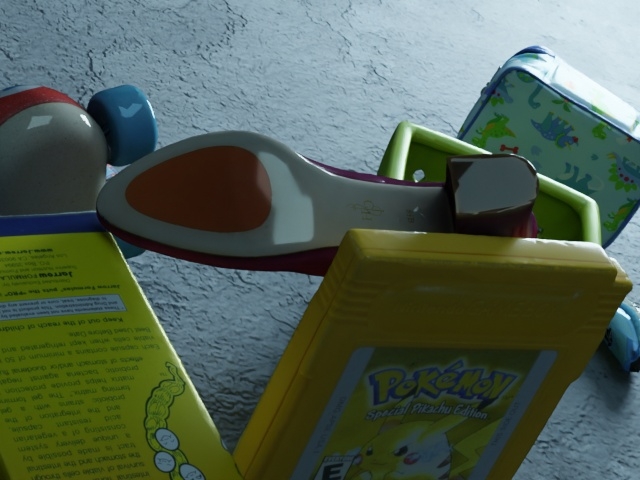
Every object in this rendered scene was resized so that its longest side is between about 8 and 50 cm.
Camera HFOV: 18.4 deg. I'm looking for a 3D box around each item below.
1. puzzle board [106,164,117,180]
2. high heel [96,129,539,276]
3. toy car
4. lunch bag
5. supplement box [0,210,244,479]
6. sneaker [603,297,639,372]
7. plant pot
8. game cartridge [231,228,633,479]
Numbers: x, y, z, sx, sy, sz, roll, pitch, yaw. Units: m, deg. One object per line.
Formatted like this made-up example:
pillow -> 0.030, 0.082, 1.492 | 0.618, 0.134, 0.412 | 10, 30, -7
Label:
puzzle board -> -0.278, -0.080, 1.986 | 0.096, 0.011, 0.128 | 43, 38, 18
high heel -> 0.000, 0.000, 1.705 | 0.377, 0.181, 0.127 | 3, 63, 0
toy car -> -0.305, -0.081, 1.832 | 0.219, 0.210, 0.238 | -19, 43, -31
lunch bag -> 0.265, -0.099, 2.223 | 0.219, 0.176, 0.090 | 32, 32, 1
supplement box -> -0.219, 0.170, 1.574 | 0.195, 0.194, 0.356 | -4, 48, -35
sneaker -> 0.296, 0.084, 2.134 | 0.073, 0.063, 0.162 | -12, 46, -19
plant pot -> 0.128, 0.057, 1.920 | 0.228, 0.207, 0.227 | 22, 37, -8
game cartridge -> 0.090, 0.128, 1.714 | 0.285, 0.324, 0.053 | 3, 42, -30
